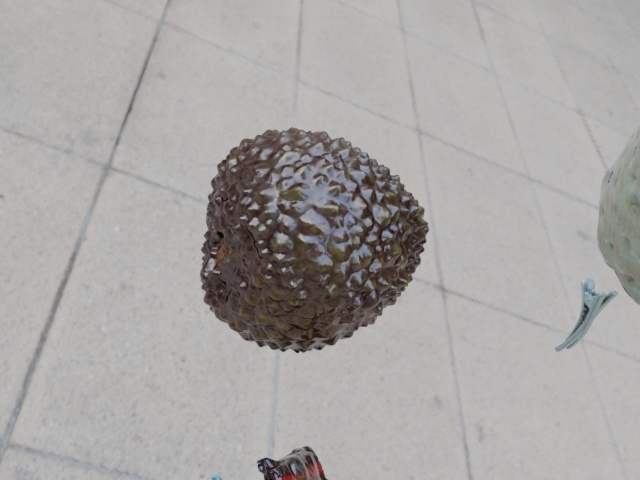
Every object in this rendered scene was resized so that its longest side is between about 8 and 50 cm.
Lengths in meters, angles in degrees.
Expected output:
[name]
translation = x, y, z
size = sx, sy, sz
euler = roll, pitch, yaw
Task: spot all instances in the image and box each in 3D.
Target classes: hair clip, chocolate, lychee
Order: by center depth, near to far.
[chocolate]
translation = -0.021, 0.268, 0.857
size = 0.086, 0.028, 0.182
euler = 64, 8, 18
[lychee]
translation = 0.000, 0.000, 0.860
size = 0.271, 0.271, 0.271
euler = 20, 38, -17
[hair clip]
translation = 0.327, 0.095, 0.979
size = 0.030, 0.115, 0.039
euler = -1, 41, -23

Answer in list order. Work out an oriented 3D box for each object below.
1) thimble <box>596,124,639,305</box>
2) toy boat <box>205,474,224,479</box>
[thimble]
translation = 0.447, -0.036, 0.795
size = 0.292, 0.195, 0.291
euler = -1, 69, 2
[toy boat]
translation = -0.109, 0.419, 1.022
size = 0.109, 0.098, 0.237
euler = -32, 96, -11
